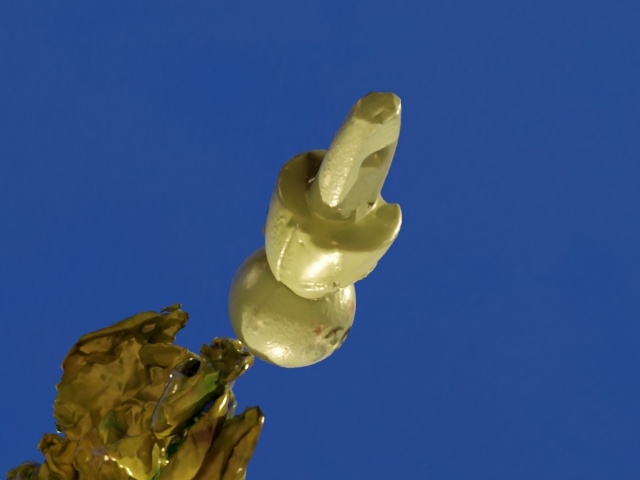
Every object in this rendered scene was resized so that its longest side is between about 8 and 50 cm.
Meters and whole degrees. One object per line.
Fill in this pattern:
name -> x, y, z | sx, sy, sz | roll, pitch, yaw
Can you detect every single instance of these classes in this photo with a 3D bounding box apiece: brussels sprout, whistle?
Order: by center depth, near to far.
whistle -> 0.000, 0.000, 0.481 | 0.035, 0.100, 0.035 | 11, -133, -12
brussels sprout -> -0.046, 0.059, 0.532 | 0.058, 0.085, 0.085 | 32, -108, -19
